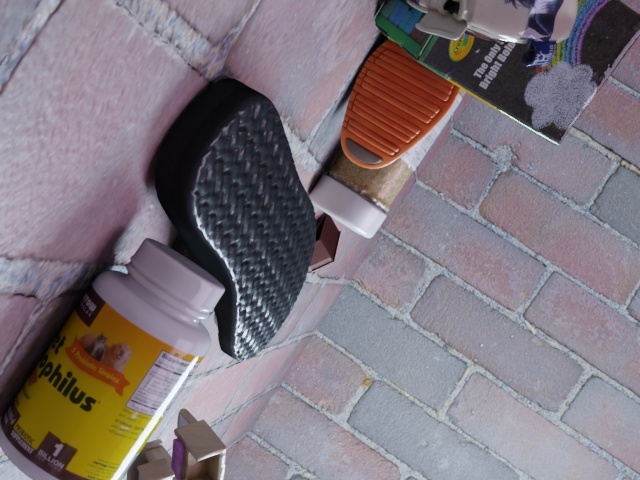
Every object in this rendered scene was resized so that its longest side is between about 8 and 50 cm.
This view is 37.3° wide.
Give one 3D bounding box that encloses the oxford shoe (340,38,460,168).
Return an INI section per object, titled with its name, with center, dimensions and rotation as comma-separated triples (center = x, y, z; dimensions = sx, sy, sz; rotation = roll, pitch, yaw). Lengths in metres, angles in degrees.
[oxford shoe]
center = 0.151, -0.260, 1.310
dimensions = 0.363, 0.130, 0.133
rotation = -56, 180, 13

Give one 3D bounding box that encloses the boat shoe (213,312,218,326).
[boat shoe]
center = -0.090, 0.061, 1.375
dimensions = 0.170, 0.063, 0.059
rotation = -54, 178, -11

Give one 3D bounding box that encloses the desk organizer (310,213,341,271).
[desk organizer]
center = 0.000, 0.000, 1.729
dimensions = 0.047, 0.050, 0.130
rotation = -24, -160, 17

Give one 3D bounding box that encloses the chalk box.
[chalk box]
center = 0.191, -0.273, 1.111
dimensions = 0.180, 0.289, 0.179
rotation = -56, -154, 15

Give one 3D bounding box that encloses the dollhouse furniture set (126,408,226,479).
[dollhouse furniture set]
center = -0.321, 0.394, 1.351
dimensions = 0.303, 0.198, 0.286
rotation = -11, 120, -35

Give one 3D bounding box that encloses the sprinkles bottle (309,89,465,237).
[sprinkles bottle]
center = 0.126, -0.179, 1.490
dimensions = 0.355, 0.121, 0.121
rotation = -56, 173, 2

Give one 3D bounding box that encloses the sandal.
[sandal]
center = -0.091, -0.018, 0.975
dimensions = 0.167, 0.107, 0.445
rotation = -52, 159, -22

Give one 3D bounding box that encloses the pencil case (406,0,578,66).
[pencil case]
center = 0.203, -0.363, 0.807
dimensions = 0.183, 0.160, 0.410
rotation = -50, 161, -58

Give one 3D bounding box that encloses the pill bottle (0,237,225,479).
[pill bottle]
center = -0.176, 0.108, 0.825
dimensions = 0.215, 0.117, 0.117
rotation = -56, 173, 0
